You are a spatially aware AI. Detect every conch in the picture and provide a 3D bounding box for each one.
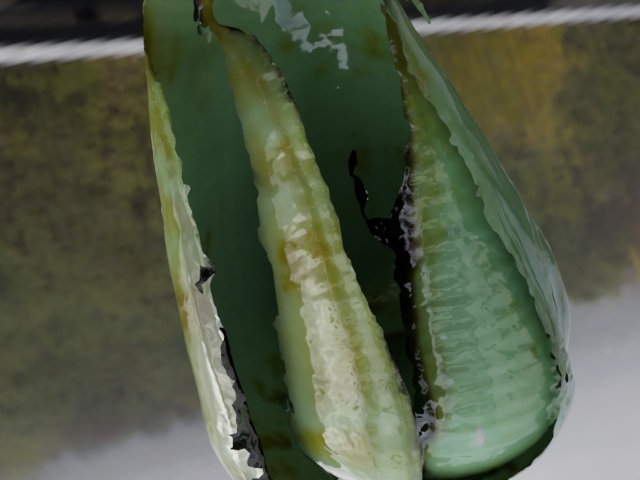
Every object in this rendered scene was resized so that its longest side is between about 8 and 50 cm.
[{"bbox_3d":[0.000,0.000,0.401,0.079,0.170,0.106,-1,-144,38],"label":"conch"}]
